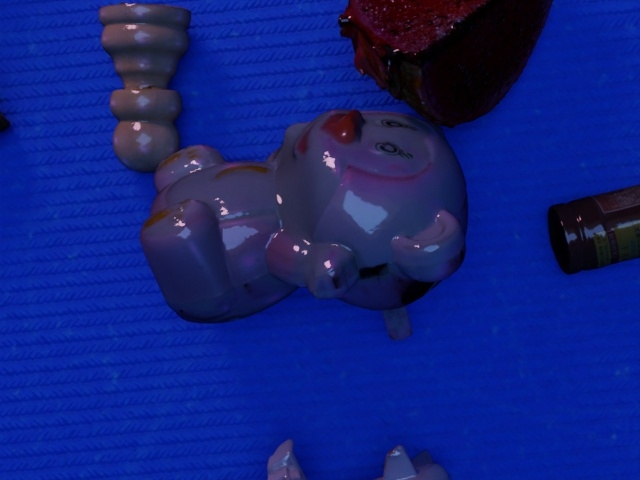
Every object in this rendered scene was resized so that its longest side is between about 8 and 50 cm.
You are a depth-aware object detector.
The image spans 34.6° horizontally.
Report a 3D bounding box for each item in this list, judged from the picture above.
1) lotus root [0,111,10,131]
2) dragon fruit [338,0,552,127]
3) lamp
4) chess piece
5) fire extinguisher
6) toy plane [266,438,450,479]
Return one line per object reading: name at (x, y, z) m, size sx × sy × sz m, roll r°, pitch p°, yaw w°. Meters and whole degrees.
lotus root at (-0.438, -0.185, 1.058) m, size 0.119 × 0.138 × 0.235 m, roll -39°, pitch 82°, yaw -9°
dragon fruit at (0.121, -0.206, 1.021) m, size 0.262 × 0.163 × 0.189 m, roll -41°, pitch 116°, yaw -33°
lamp at (0.000, 0.000, 1.008) m, size 0.301 × 0.247 × 0.247 m, roll -14°, pitch 119°, yaw 8°
chess piece at (-0.183, -0.156, 1.069) m, size 0.094 × 0.094 × 0.170 m, roll 2°, pitch 96°, yaw 2°
fire extinguisher at (0.359, -0.045, 1.048) m, size 0.252 × 0.075 × 0.106 m, roll -14°, pitch 88°, yaw 2°
toy plane at (0.027, 0.302, 1.034) m, size 0.245 × 0.117 × 0.244 m, roll -2°, pitch 106°, yaw -7°
